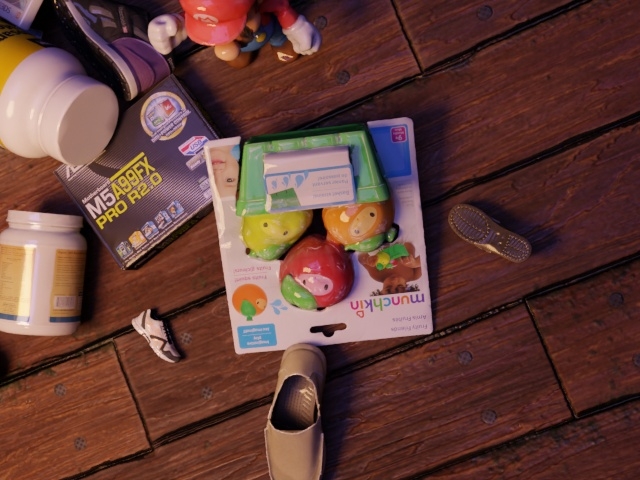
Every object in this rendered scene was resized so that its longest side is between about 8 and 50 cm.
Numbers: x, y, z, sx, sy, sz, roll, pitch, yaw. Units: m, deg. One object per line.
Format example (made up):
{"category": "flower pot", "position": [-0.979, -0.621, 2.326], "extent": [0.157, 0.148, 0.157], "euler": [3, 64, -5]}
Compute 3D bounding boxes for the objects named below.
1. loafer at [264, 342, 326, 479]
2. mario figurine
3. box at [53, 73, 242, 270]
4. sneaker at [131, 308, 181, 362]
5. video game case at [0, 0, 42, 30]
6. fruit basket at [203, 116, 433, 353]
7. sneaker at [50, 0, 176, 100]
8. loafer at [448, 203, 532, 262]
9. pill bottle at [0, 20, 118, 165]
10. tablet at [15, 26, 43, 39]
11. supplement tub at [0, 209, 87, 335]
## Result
{"category": "loafer", "position": [-0.044, 0.301, 1.418], "extent": [0.102, 0.092, 0.268], "euler": [3, 101, 11]}
{"category": "mario figurine", "position": [-0.125, -0.306, 1.340], "extent": [0.198, 0.320, 0.170], "euler": [-41, 81, 8]}
{"category": "box", "position": [-0.282, -0.111, 1.500], "extent": [0.270, 0.060, 0.216], "euler": [-37, 83, 8]}
{"category": "sneaker", "position": [-0.271, 0.161, 1.504], "extent": [0.044, 0.040, 0.109], "euler": [-44, 82, 5]}
{"category": "video game case", "position": [-0.504, -0.474, 1.525], "extent": [0.183, 0.023, 0.201], "euler": [32, 96, 40]}
{"category": "fruit basket", "position": [0.000, 0.000, 1.390], "extent": [0.327, 0.165, 0.352], "euler": [-6, 97, 3]}
{"category": "sneaker", "position": [-0.353, -0.361, 1.516], "extent": [0.124, 0.107, 0.283], "euler": [-33, 72, -22]}
{"category": "loafer", "position": [0.266, -0.007, 1.398], "extent": [0.148, 0.050, 0.056], "euler": [36, 93, 25]}
{"category": "pill bottle", "position": [-0.505, -0.250, 1.460], "extent": [0.334, 0.188, 0.187], "euler": [26, 94, 19]}
{"category": "tablet", "position": [-0.525, -0.336, 1.580], "extent": [0.054, 0.006, 0.083], "euler": [15, 91, 11]}
{"category": "supplement tub", "position": [-0.468, 0.053, 1.492], "extent": [0.144, 0.144, 0.199], "euler": [6, 90, 11]}
